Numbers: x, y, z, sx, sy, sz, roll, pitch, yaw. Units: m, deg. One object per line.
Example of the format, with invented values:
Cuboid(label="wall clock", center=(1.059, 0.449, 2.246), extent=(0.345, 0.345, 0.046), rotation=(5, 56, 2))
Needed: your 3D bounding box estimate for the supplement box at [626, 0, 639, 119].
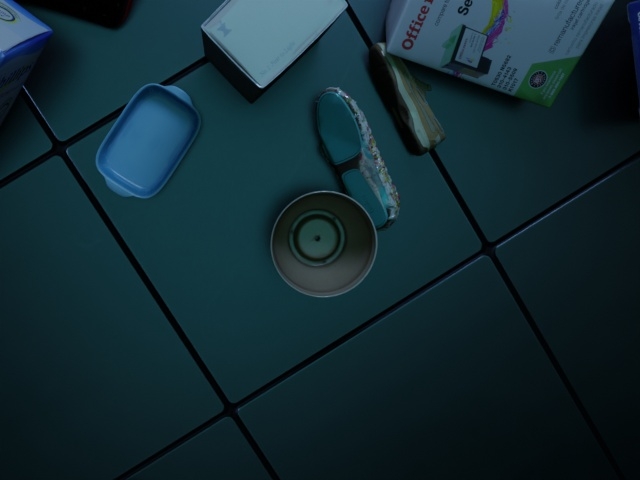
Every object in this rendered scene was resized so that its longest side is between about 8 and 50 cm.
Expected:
Cuboid(label="supplement box", center=(0.660, -0.285, 1.261), extent=(0.357, 0.195, 0.194), rotation=(-5, 98, 36))

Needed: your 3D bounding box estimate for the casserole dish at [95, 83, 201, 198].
Cuboid(label="casserole dish", center=(-0.265, -0.153, 1.345), extent=(0.114, 0.037, 0.188), rotation=(33, 91, -8))

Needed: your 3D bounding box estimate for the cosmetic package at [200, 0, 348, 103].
Cuboid(label="cosmetic package", center=(-0.073, -0.290, 1.213), extent=(0.160, 0.309, 0.113), rotation=(-44, 99, 0))

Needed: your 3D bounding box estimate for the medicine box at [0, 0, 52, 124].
Cuboid(label="medicine box", center=(-0.566, -0.245, 1.193), extent=(0.263, 0.149, 0.289), rotation=(36, 119, -8))

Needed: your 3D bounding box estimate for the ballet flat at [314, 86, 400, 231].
Cuboid(label="ballet flat", center=(0.060, -0.129, 1.365), extent=(0.091, 0.077, 0.240), rotation=(-14, 103, 31))

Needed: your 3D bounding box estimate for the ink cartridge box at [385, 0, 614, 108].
Cuboid(label="ink cartridge box", center=(0.258, -0.345, 1.296), extent=(0.278, 0.117, 0.201), rotation=(17, 131, -8))

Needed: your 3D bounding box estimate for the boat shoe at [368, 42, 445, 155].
Cuboid(label="boat shoe", center=(0.141, -0.232, 1.373), extent=(0.072, 0.068, 0.190), rotation=(-30, 108, -15))

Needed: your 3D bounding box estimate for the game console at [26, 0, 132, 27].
Cuboid(label="game console", center=(-0.414, -0.493, 1.179), extent=(0.387, 0.060, 0.342), rotation=(15, 131, -18))

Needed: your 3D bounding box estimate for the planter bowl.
Cuboid(label="planter bowl", center=(0.000, 0.000, 1.353), extent=(0.162, 0.109, 0.162), rotation=(-1, 97, -6))
